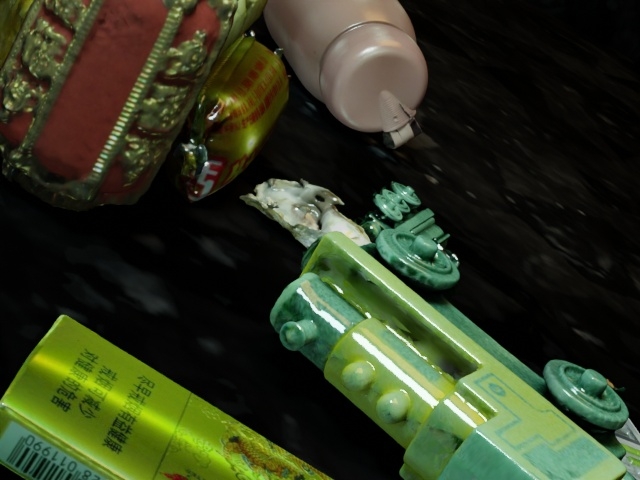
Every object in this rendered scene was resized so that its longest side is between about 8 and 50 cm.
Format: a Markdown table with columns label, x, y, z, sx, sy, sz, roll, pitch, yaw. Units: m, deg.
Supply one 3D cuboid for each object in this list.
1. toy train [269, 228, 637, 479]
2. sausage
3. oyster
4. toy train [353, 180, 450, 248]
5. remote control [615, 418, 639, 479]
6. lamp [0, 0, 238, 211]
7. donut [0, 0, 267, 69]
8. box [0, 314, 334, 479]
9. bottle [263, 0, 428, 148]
| label | x | y | z | sx | sy | sz | roll | pitch | yaw |
| --- | --- | --- | --- | --- | --- | --- | --- | --- | --- |
| toy train | 0.097 | 0.127 | 1.429 | 0.369 | 0.150 | 0.237 | 39 | 25 | 20 |
| sausage | -0.105 | -0.127 | 1.725 | 0.117 | 0.125 | 0.317 | 32 | 19 | -5 |
| oyster | 0.000 | -0.004 | 1.741 | 0.106 | 0.061 | 0.200 | -18 | 49 | -45 |
| toy train | 0.089 | -0.002 | 1.840 | 0.111 | 0.071 | 0.170 | 46 | 19 | 5 |
| remote control | 0.308 | 0.234 | 1.667 | 0.103 | 0.034 | 0.250 | 23 | 21 | -29 |
| lamp | -0.179 | -0.159 | 1.449 | 0.177 | 0.274 | 0.177 | 25 | 21 | -11 |
| donut | -0.190 | -0.286 | 1.655 | 0.170 | 0.360 | 0.360 | 23 | 21 | -38 |
| box | -0.077 | 0.175 | 1.161 | 0.311 | 0.043 | 0.173 | 32 | 19 | -5 |
| bottle | 0.048 | -0.254 | 2.244 | 0.206 | 0.173 | 0.297 | 63 | -2 | -37 |
